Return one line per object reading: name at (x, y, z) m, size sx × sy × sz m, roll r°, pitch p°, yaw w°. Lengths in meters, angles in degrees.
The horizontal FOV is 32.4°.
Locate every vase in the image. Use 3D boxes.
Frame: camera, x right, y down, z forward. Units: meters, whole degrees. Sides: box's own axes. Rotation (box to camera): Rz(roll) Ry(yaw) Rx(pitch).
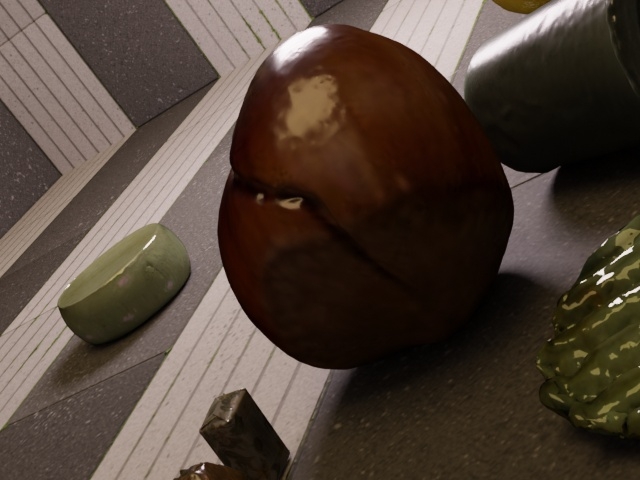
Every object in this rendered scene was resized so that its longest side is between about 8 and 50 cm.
vase at (0.309, -0.185, 1.225) m, size 0.245 × 0.245 × 0.291 m, roll -48°, pitch 14°, yaw -31°

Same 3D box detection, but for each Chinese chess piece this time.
Chinese chess piece at (-0.349, 0.077, 1.963) m, size 0.250 × 0.101 × 0.250 m, roll -33°, pitch 18°, yaw 12°

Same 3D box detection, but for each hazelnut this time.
hazelnut at (0.033, -0.046, 1.187) m, size 0.315 × 0.372 × 0.372 m, roll -2°, pitch -6°, yaw -37°

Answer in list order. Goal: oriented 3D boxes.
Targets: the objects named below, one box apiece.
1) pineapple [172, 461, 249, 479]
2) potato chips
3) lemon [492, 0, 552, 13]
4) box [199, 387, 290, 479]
pineapple at (-0.156, 0.312, 1.016) m, size 0.237 × 0.111 × 0.119 m, roll -44°, pitch -15°, yaw 6°
potato chips at (0.362, 0.010, 0.867) m, size 0.429 × 0.070 × 0.358 m, roll -32°, pitch 21°, yaw 18°
lemon at (0.368, -0.508, 1.875) m, size 0.245 × 0.245 × 0.320 m, roll -37°, pitch 8°, yaw -2°
box at (-0.077, 0.207, 1.129) m, size 0.045 × 0.098 × 0.062 m, roll -21°, pitch 25°, yaw 26°
